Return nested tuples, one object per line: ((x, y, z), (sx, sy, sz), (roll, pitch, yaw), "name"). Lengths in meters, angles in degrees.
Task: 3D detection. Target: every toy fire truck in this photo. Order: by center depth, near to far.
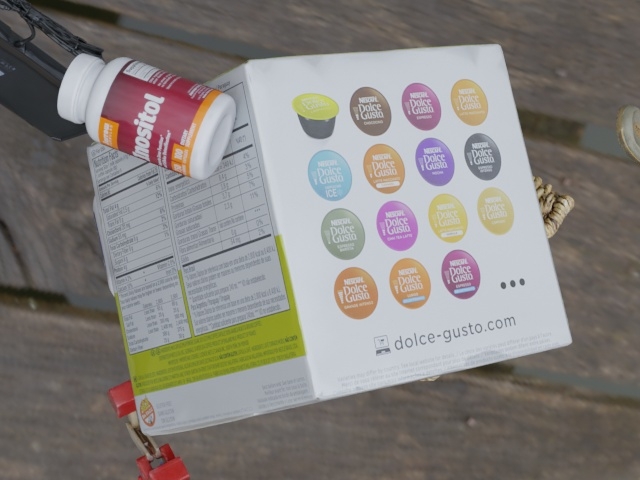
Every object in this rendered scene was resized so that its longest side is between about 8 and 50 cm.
((-0.204, 0.251, 1.882), (0.047, 0.135, 0.192), (-25, 160, -16), "toy fire truck")

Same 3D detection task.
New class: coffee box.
((0.000, 0.000, 1.675), (0.337, 0.338, 0.334), (-8, 83, -36), "coffee box")

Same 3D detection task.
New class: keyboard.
((-0.332, -0.210, 1.675), (0.317, 0.201, 0.033), (36, 56, -38), "keyboard")

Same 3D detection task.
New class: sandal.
((0.390, -0.094, 1.740), (0.180, 0.049, 0.072), (36, 49, -36), "sandal")

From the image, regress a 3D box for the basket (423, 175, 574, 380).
((0.187, 0.045, 2.090), (0.299, 0.223, 0.213), (-52, 150, -8), "basket")

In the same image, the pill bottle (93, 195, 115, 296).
((-0.210, -0.021, 1.861), (0.112, 0.187, 0.112), (-11, 139, -9), "pill bottle")

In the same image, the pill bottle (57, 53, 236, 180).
((-0.162, -0.119, 1.463), (0.152, 0.086, 0.086), (20, 101, 10), "pill bottle")
